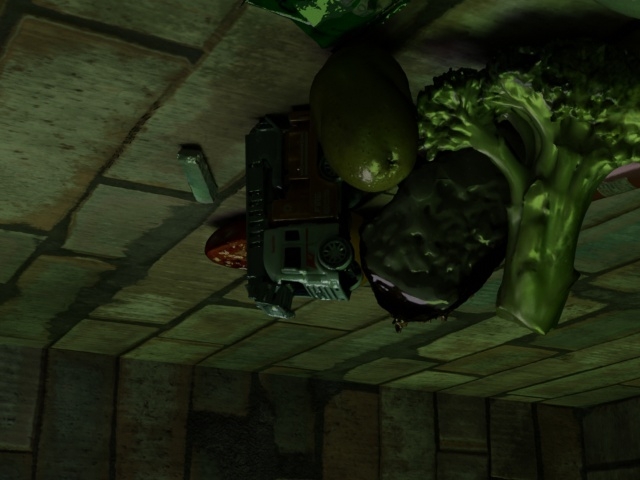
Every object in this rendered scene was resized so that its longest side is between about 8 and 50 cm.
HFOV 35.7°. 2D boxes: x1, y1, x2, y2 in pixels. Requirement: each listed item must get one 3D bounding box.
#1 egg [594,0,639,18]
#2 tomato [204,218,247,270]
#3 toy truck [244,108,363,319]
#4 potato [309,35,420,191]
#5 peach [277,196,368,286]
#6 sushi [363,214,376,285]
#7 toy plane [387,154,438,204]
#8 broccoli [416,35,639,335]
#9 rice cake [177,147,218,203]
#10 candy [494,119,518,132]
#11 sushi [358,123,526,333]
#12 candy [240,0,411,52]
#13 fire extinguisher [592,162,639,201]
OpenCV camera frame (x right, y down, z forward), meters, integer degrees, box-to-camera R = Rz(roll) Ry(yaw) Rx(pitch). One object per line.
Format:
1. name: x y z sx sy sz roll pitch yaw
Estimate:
1. egg: 0.368 -0.314 1.035 0.236 0.169 0.169 2 161 -4
2. tomato: -0.143 0.005 2.084 0.166 0.082 0.174 -16 151 33
3. toy truck: -0.031 -0.037 1.574 0.184 0.339 0.133 -3 161 11
4. potato: 0.063 -0.165 1.342 0.143 0.248 0.169 -20 128 3
5. peach: 0.000 0.000 1.918 0.251 0.153 0.251 16 158 7
6. sushi: 0.097 0.024 2.075 0.129 0.124 0.332 1 163 -35
7. toy plane: 0.235 -0.078 1.792 0.244 0.118 0.245 -1 159 0
8. broccoli: 0.365 -0.089 1.389 0.353 0.397 0.274 -19 178 33
9. rice cake: -0.221 -0.118 1.808 0.043 0.034 0.211 8 162 5
10. candy: 0.351 -0.191 1.569 0.182 0.053 0.046 -16 162 43
11. sushi: 0.201 -0.034 1.586 0.348 0.234 0.207 -43 163 -7
12. candy: 0.009 -0.295 1.240 0.141 0.078 0.203 -14 161 36
13. fire extinguisher: 0.514 -0.150 1.644 0.376 0.113 0.200 -19 -164 46
